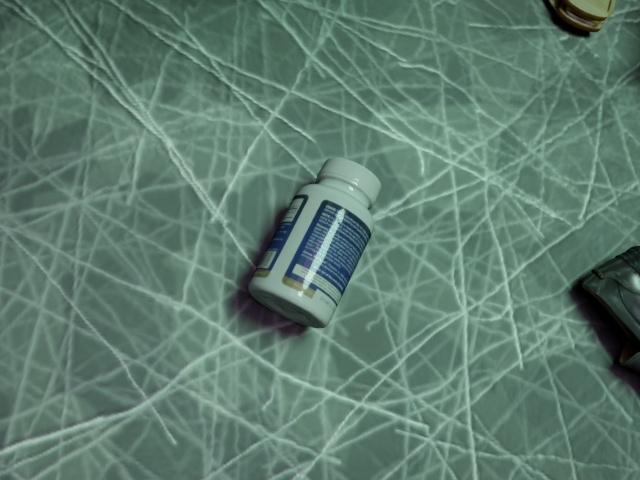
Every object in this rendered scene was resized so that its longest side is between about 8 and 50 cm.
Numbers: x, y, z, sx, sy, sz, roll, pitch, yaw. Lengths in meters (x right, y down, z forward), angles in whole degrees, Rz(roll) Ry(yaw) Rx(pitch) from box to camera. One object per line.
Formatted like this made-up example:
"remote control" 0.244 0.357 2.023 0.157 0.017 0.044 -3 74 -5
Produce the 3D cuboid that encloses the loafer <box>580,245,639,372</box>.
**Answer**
"loafer" 0.280 0.092 0.597 0.061 0.062 0.170 -25 80 4

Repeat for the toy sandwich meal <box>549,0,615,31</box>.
"toy sandwich meal" 0.251 -0.241 0.676 0.086 0.029 0.085 3 76 -14

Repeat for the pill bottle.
"pill bottle" 0.000 0.000 0.536 0.067 0.067 0.120 29 72 -6
